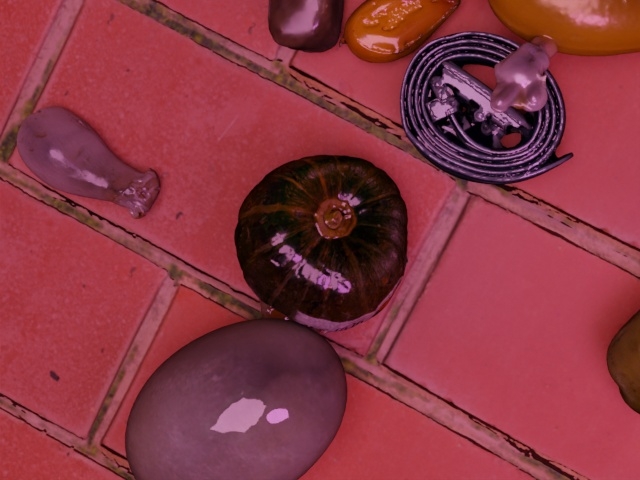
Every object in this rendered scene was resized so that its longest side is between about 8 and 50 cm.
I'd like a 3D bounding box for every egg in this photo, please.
[{"bbox_3d":[-0.124,0.255,1.870,0.352,0.258,0.258,-32,89,9],"label":"egg"}]

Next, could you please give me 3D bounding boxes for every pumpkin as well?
[{"bbox_3d":[-0.001,0.002,1.860,0.260,0.189,0.260,6,69,-17],"label":"pumpkin"}]

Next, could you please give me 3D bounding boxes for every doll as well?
[{"bbox_3d":[0.291,-0.360,1.773,0.348,0.161,0.423,-34,73,-14],"label":"doll"}]

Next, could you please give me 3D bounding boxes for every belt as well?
[{"bbox_3d":[0.240,-0.182,1.838,0.267,0.116,0.206,27,94,9],"label":"belt"}]

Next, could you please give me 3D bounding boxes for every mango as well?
[{"bbox_3d":[0.113,-0.319,1.877,0.187,0.066,0.101,-27,82,6],"label":"mango"}]

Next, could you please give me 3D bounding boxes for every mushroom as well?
[{"bbox_3d":[-0.354,-0.112,1.964,0.225,0.093,0.116,35,79,10],"label":"mushroom"}]

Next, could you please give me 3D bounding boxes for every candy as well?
[{"bbox_3d":[-0.017,-0.391,1.874,0.102,0.104,0.234,3,95,15],"label":"candy"}]

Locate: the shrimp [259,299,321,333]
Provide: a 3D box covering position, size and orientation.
[{"bbox_3d":[-0.053,0.064,1.954,0.101,0.042,0.190,-20,91,-9],"label":"shrimp"}]

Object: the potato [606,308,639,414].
[{"bbox_3d":[0.549,0.145,1.770,0.304,0.216,0.216,-20,91,21],"label":"potato"}]
